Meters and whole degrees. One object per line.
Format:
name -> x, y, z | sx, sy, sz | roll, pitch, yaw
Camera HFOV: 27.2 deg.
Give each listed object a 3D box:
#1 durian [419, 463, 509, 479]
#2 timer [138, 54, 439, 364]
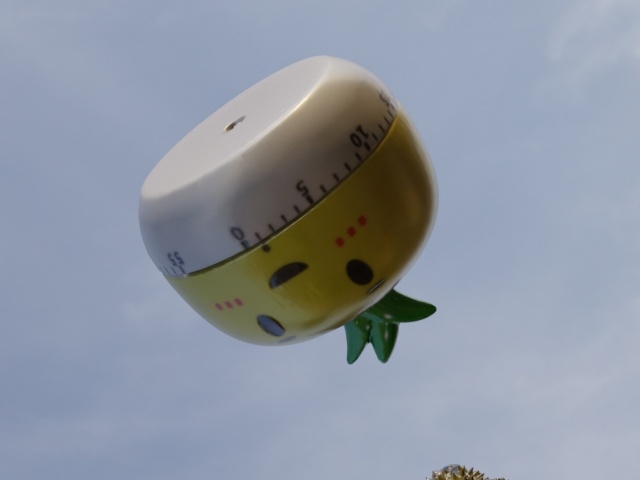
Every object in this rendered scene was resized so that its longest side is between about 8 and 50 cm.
durian -> 0.207, 0.385, 1.890 | 0.193, 0.237, 0.138 | 42, -160, -52
timer -> 0.000, 0.000, 1.186 | 0.285, 0.285, 0.285 | 11, -106, -44
